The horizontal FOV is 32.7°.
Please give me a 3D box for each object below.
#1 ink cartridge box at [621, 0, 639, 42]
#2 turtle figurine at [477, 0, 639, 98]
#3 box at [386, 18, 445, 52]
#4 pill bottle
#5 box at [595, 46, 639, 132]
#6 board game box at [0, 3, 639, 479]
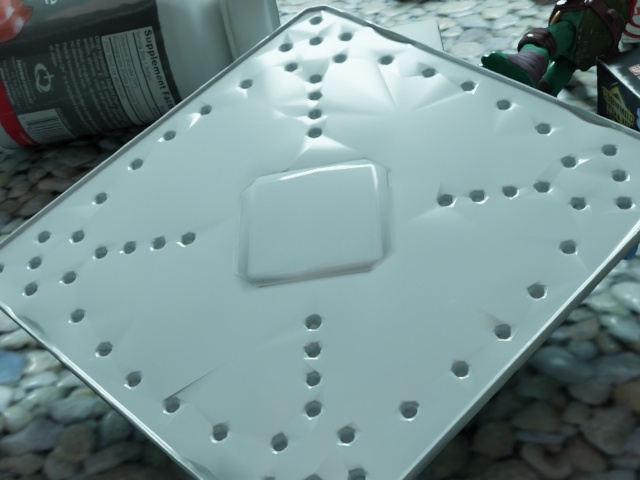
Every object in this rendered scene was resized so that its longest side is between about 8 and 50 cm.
[{"bbox_3d":[0.364,-0.319,1.079,0.158,0.218,0.092,-5,29,13],"label":"ink cartridge box"},{"bbox_3d":[0.220,-0.200,1.006,0.118,0.175,0.234,10,53,37],"label":"turtle figurine"},{"bbox_3d":[0.040,-0.127,1.027,0.170,0.091,0.130,-10,34,6],"label":"box"},{"bbox_3d":[-0.204,-0.209,1.157,0.318,0.176,0.176,-10,34,4],"label":"pill bottle"},{"bbox_3d":[0.417,-0.100,0.874,0.293,0.073,0.295,-17,34,-5],"label":"box"},{"bbox_3d":[0.000,0.000,0.804,0.390,0.050,0.390,31,62,36],"label":"board game box"}]
